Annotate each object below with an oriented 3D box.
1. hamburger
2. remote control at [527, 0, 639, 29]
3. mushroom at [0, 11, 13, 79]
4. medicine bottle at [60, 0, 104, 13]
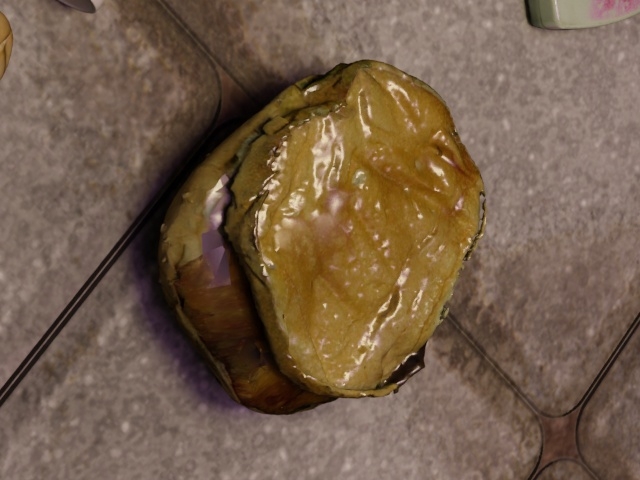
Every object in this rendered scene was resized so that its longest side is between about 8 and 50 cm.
[{"bbox_3d":[0.002,0.001,1.402,0.285,0.134,0.265,-43,115,-30],"label":"hamburger"},{"bbox_3d":[0.235,-0.367,1.557,0.145,0.050,0.344,-19,106,-31],"label":"remote control"},{"bbox_3d":[-0.312,-0.242,1.050,0.154,0.407,0.137,-25,159,8],"label":"mushroom"},{"bbox_3d":[-0.150,-0.265,1.297,0.119,0.069,0.183,39,74,-33],"label":"medicine bottle"}]
